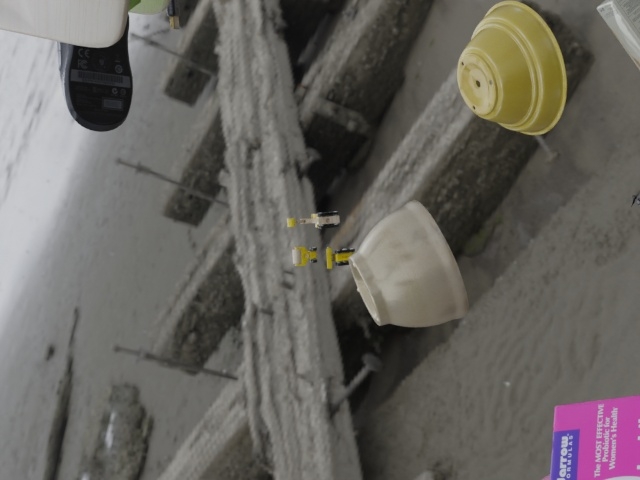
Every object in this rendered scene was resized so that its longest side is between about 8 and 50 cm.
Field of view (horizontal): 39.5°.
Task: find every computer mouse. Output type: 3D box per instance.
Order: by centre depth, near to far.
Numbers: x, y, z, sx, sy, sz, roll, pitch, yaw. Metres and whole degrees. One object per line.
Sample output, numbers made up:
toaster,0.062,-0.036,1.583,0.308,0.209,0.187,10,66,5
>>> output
computer mouse,-0.275,-0.277,1.208,0.060,0.184,0.262,-3,93,52

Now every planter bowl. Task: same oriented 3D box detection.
planter bowl,0.102,0.043,1.128,0.162,0.109,0.162,157,90,-84
planter bowl,0.277,-0.256,1.391,0.217,0.090,0.217,50,152,40

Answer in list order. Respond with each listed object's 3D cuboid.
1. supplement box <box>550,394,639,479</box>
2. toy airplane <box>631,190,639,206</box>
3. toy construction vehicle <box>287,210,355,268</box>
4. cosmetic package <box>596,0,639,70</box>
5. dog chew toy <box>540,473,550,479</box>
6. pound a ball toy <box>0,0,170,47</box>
supplement box,0.313,0.195,0.742,0.220,0.113,0.111,-23,48,48
toy airplane,0.500,-0.026,1.231,0.151,0.151,0.028,-107,28,-48
toy construction vehicle,0.000,0.000,1.341,0.035,0.098,0.086,-163,67,-71
cosmetic package,0.445,-0.299,1.240,0.060,0.115,0.041,-39,9,-13
dog chew toy,0.410,0.358,1.248,0.332,0.207,0.206,-48,11,-35
pound a ball toy,-0.243,-0.231,0.545,0.208,0.319,0.136,-78,1,-66
